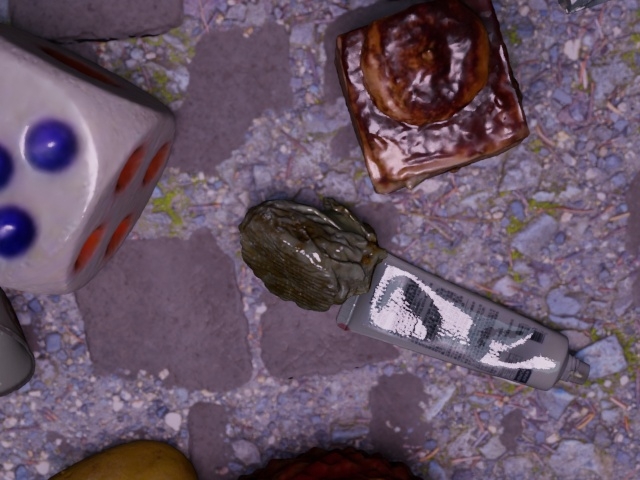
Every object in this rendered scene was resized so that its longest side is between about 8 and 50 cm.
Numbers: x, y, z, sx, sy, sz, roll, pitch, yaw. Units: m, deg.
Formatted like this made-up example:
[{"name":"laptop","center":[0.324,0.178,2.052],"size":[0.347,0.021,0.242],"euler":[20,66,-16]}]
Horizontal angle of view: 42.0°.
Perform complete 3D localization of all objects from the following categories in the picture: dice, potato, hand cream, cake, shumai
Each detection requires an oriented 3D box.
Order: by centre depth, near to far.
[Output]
[{"name":"cake","center":[0.129,-0.165,0.957],"size":[0.196,0.293,0.198],"euler":[-16,95,3]},{"name":"dice","center":[-0.336,-0.095,0.986],"size":[0.243,0.259,0.251],"euler":[29,99,-3]},{"name":"shumai","center":[-0.003,-0.004,1.059],"size":[0.184,0.184,0.142],"euler":[37,63,-6]},{"name":"potato","center":[-0.241,0.345,1.117],"size":[0.158,0.178,0.203],"euler":[-44,83,-9]},{"name":"hand cream","center":[0.198,0.120,1.129],"size":[0.341,0.078,0.124],"euler":[21,99,4]}]

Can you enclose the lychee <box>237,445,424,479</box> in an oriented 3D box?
[{"name":"lychee","center":[0.032,0.460,1.008],"size":[0.500,0.424,0.424],"euler":[-10,100,-4]}]

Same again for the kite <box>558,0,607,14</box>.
[{"name":"kite","center":[0.322,-0.415,1.051],"size":[0.141,0.015,0.245],"euler":[-30,102,4]}]

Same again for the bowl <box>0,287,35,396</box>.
[{"name":"bowl","center":[-0.523,0.081,1.041],"size":[0.337,0.337,0.157],"euler":[-5,59,1]}]
